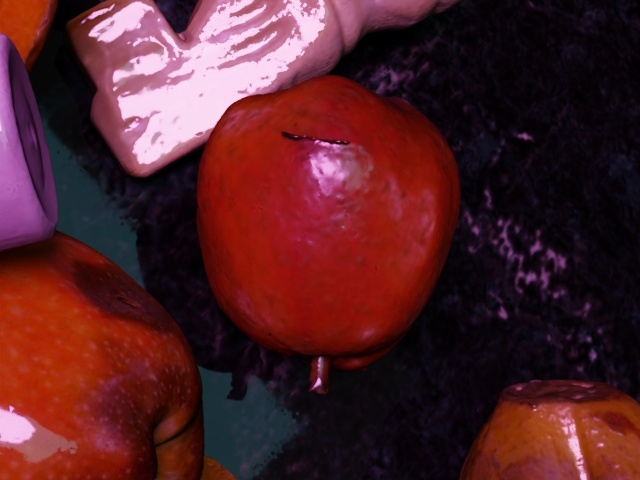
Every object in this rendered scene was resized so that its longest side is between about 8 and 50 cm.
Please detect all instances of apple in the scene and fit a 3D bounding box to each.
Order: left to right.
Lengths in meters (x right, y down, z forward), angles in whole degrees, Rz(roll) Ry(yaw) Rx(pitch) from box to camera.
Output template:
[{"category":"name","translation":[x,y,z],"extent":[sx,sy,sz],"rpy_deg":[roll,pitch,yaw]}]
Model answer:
[{"category":"apple","translation":[-0.165,0.105,0.474],"extent":[0.230,0.230,0.229],"rpy_deg":[5,78,-22]}]

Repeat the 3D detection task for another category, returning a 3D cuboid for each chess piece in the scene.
[{"category":"chess piece","translation":[-0.038,-0.162,0.661],"extent":[0.301,0.137,0.137],"rpy_deg":[-35,94,-14]}]

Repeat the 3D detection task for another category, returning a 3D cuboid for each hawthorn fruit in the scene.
[{"category":"hawthorn fruit","translation":[0.000,0.000,0.601],"extent":[0.185,0.185,0.202],"rpy_deg":[6,80,-22]}]

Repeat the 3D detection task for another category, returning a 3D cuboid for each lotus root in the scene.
[{"category":"lotus root","translation":[0.187,0.189,0.628],"extent":[0.188,0.199,0.179],"rpy_deg":[-6,87,-31]}]

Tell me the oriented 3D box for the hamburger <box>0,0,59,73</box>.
[{"category":"hamburger","translation":[-0.270,-0.169,0.464],"extent":[0.291,0.225,0.290],"rpy_deg":[-9,115,-19]}]

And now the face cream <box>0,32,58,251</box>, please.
[{"category":"face cream","translation":[-0.253,-0.015,0.364],"extent":[0.274,0.096,0.154],"rpy_deg":[-11,105,-8]}]

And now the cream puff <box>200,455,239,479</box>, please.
[{"category":"cream puff","translation":[-0.086,0.177,0.597],"extent":[0.083,0.083,0.058],"rpy_deg":[6,118,-33]}]
